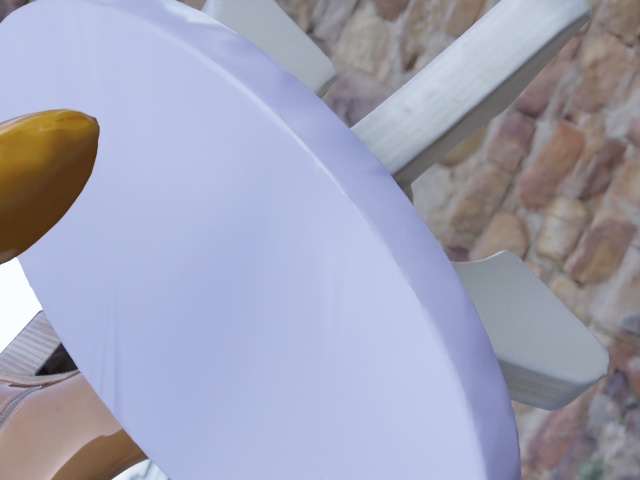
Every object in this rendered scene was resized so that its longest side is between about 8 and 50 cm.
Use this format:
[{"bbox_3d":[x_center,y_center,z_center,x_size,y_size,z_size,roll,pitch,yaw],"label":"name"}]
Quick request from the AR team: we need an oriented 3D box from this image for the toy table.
[{"bbox_3d":[0.000,0.000,0.517,0.252,0.274,0.161,-35,-3,42],"label":"toy table"}]

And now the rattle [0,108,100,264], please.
[{"bbox_3d":[-0.180,-0.024,0.355,0.200,0.130,0.142,39,107,39],"label":"rattle"}]

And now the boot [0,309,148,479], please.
[{"bbox_3d":[-0.193,0.173,0.896,0.220,0.283,0.109,-58,-43,-19],"label":"boot"}]
